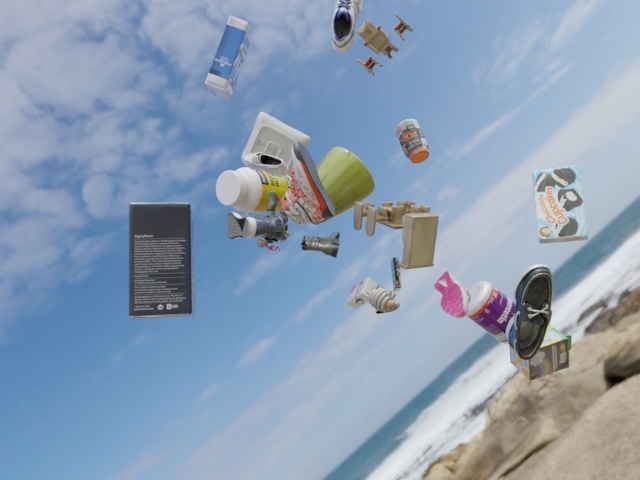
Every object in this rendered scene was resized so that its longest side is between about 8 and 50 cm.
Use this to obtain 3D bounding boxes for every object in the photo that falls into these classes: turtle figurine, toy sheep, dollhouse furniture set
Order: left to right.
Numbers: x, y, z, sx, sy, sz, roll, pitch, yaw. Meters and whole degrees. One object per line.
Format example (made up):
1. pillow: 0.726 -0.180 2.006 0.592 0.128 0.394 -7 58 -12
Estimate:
1. turtle figurine: -0.178 -0.058 1.863 0.118 0.175 0.234 104 -171 -65
2. dollhouse furniture set: 0.261 -0.882 2.332 0.262 0.135 0.259 -46 -6 20
3. toy sheep: 0.220 0.212 1.924 0.091 0.132 0.091 -22 -56 -37
4. dollhouse furniture set: 0.249 -0.025 1.668 0.212 0.242 0.161 -4 -73 -27

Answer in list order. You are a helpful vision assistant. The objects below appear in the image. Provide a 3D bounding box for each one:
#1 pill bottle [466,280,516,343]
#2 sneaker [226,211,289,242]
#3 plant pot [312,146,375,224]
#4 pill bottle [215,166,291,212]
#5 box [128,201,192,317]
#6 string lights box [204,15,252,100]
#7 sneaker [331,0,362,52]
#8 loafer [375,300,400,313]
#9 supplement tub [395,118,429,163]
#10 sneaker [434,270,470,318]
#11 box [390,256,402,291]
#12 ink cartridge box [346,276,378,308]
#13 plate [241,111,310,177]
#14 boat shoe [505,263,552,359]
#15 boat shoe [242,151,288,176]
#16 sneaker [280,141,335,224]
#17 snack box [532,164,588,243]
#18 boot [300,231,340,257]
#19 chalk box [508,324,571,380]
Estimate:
1. pill bottle: 0.799 0.336 2.356 0.182 0.322 0.181 -54 5 7
2. sneaker: -0.191 -0.043 1.642 0.163 0.226 0.086 -1 -81 -31
3. plant pot: 0.043 -0.212 2.324 0.293 0.274 0.275 -45 -16 -20
4. pill bottle: -0.271 -0.209 2.232 0.333 0.188 0.188 -1 -44 -54
5. box: -0.572 0.082 1.932 0.211 0.396 0.293 -2 -7 -11
6. string lights box: -0.331 -0.657 1.920 0.133 0.076 0.260 156 134 -89
7. sneaker: 0.103 -0.892 2.055 0.131 0.111 0.297 -40 -46 -84
8. loafer: 0.288 0.294 2.273 0.125 0.045 0.039 -26 10 48
9. supplement tub: 0.428 -0.457 2.443 0.116 0.191 0.117 -14 -28 -8
10. sneaker: 0.497 0.205 1.902 0.103 0.111 0.252 -51 13 21
11. box: 0.330 0.149 2.304 0.027 0.137 0.094 -4 -15 0
12. ink cartridge box: 0.185 0.233 2.343 0.135 0.056 0.099 -41 18 51
13. plate: -0.225 -0.442 2.572 0.277 0.277 0.045 -61 3 32
14. boat shoe: 0.598 0.206 1.480 0.114 0.091 0.303 -6 -55 1
15. boat shoe: -0.192 -0.265 1.767 0.066 0.184 0.063 -52 -30 -19
16. sneaker: -0.070 -0.163 1.628 0.144 0.270 0.090 -15 33 19
17. snack box: 1.002 -0.151 2.219 0.186 0.322 0.060 -6 -23 23
18. boot: 0.000 0.000 2.285 0.246 0.161 0.084 -81 4 -75
19. chalk box: 0.824 0.400 1.948 0.212 0.132 0.133 -15 -68 -11
